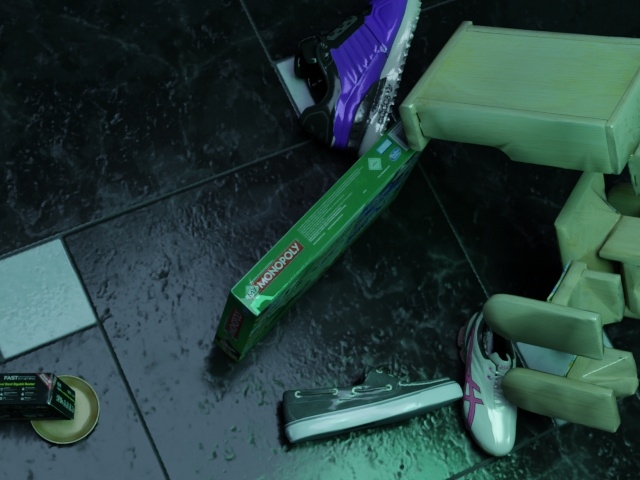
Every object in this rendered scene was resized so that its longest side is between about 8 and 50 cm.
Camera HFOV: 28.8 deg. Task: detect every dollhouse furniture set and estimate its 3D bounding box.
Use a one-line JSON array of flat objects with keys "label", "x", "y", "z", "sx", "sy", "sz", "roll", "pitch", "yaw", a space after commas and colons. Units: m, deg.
[{"label": "dollhouse furniture set", "x": 0.283, "y": -0.046, "z": 1.512, "sx": 0.256, "sy": 0.394, "sz": 0.362, "roll": 12, "pitch": 49, "yaw": 32}]

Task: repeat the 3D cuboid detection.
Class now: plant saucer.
[{"label": "plant saucer", "x": -0.309, "y": 0.205, "z": 1.502, "sx": 0.083, "sy": 0.015, "sz": 0.083, "roll": 3, "pitch": 70, "yaw": -8}]

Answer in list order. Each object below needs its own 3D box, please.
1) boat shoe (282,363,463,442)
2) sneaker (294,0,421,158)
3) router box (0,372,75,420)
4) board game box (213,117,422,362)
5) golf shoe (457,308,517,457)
[{"label": "boat shoe", "x": 0.061, "y": 0.191, "z": 1.546, "sx": 0.228, "sy": 0.080, "sz": 0.076, "roll": -13, "pitch": 75, "yaw": -7}, {"label": "sneaker", "x": 0.042, "y": -0.259, "z": 1.686, "sx": 0.146, "sy": 0.102, "sz": 0.293, "roll": 17, "pitch": 68, "yaw": -3}, {"label": "router box", "x": -0.356, "y": 0.182, "z": 1.446, "sx": 0.122, "sy": 0.092, "sz": 0.038, "roll": -1, "pitch": 69, "yaw": 5}, {"label": "board game box", "x": 0.000, "y": 0.000, "z": 1.526, "sx": 0.046, "sy": 0.213, "sz": 0.317, "roll": 42, "pitch": 68, "yaw": 6}, {"label": "golf shoe", "x": 0.214, "y": 0.178, "z": 1.570, "sx": 0.067, "sy": 0.086, "sz": 0.186, "roll": -3, "pitch": 73, "yaw": -12}]
